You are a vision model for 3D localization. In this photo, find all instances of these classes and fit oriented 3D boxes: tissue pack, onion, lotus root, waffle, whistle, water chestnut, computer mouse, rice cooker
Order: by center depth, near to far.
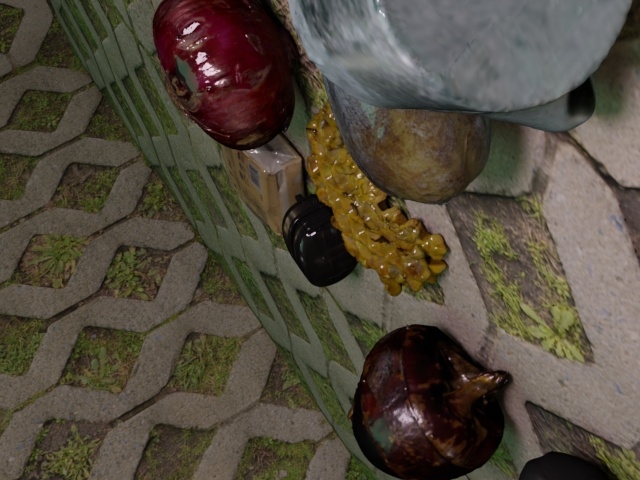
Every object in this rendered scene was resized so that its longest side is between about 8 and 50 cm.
[{"bbox_3d":[0.071,-0.250,0.559,0.168,0.188,0.404,-153,46,-68],"label":"whistle"},{"bbox_3d":[0.059,-0.184,0.739,0.158,0.140,0.322,-68,-37,-61],"label":"lotus root"},{"bbox_3d":[0.318,0.328,1.028,0.137,0.086,0.269,40,165,40],"label":"computer mouse"},{"bbox_3d":[0.160,0.225,1.186,0.224,0.238,0.223,38,-151,-26],"label":"water chestnut"},{"bbox_3d":[0.058,-0.050,1.196,0.293,0.069,0.260,59,165,8],"label":"waffle"},{"bbox_3d":[-0.128,-0.245,1.199,0.246,0.190,0.246,-25,-90,-85],"label":"onion"},{"bbox_3d":[0.000,0.000,1.401,0.106,0.112,0.165,52,165,50],"label":"rice cooker"},{"bbox_3d":[-0.103,-0.126,1.544,0.186,0.090,0.222,49,164,28],"label":"tissue pack"}]
